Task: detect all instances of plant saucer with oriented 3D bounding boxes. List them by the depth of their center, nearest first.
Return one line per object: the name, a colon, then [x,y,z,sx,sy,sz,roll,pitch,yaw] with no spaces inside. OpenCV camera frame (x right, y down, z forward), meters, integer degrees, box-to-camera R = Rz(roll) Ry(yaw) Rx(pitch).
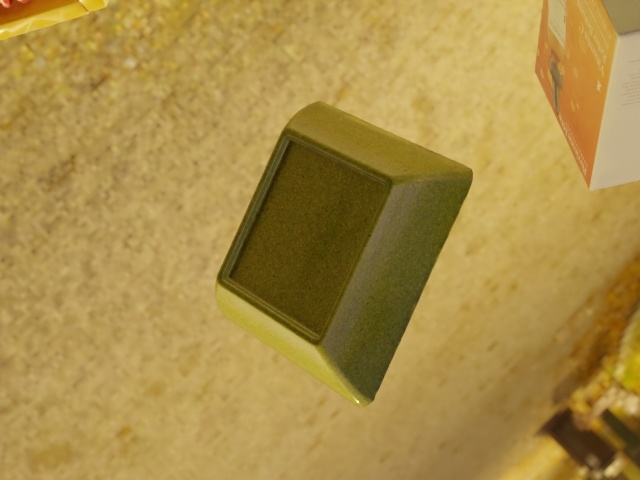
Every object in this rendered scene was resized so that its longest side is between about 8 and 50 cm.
plant saucer: [0.000,0.000,1.040,0.045,0.188,0.188,19,97,-44]

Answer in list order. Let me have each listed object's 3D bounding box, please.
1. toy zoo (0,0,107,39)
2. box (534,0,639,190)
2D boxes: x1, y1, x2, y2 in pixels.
toy zoo: [-0.271,-0.194,0.910,0.293,0.030,0.192,-12,145,19]
box: [0.222,-0.142,1.012,0.091,0.130,0.170,-13,144,-6]
